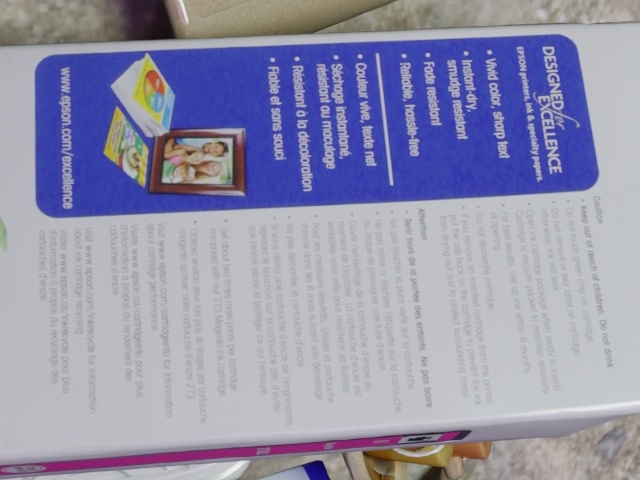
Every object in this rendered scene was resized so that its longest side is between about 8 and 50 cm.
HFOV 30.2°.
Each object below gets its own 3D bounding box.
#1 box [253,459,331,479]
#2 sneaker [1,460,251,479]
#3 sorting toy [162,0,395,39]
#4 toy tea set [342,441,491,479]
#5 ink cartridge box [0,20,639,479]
[{"bbox_3d":[-0.070,0.175,0.589,0.137,0.126,0.072,-11,73,-38],"label":"box"},{"bbox_3d":[-0.111,0.076,0.581,0.232,0.090,0.115,-24,113,-17],"label":"sneaker"},{"bbox_3d":[-0.035,-0.192,0.516,0.307,0.041,0.229,-26,118,-25],"label":"sorting toy"},{"bbox_3d":[0.091,0.102,0.614,0.124,0.200,0.336,-6,112,15],"label":"toy tea set"},{"bbox_3d":[0.000,0.000,0.506,0.370,0.069,0.176,-4,71,-3],"label":"ink cartridge box"}]
